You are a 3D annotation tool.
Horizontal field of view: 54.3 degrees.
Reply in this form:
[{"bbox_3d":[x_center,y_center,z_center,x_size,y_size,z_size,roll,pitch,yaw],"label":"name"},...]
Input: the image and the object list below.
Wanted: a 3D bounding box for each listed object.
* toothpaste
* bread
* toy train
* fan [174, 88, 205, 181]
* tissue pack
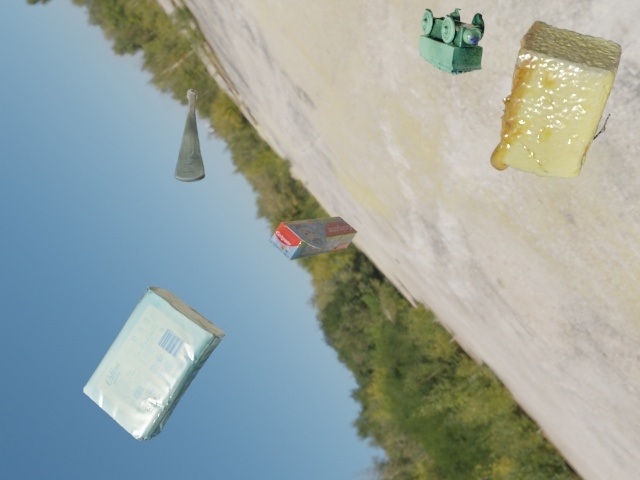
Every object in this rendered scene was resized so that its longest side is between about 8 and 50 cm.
[{"bbox_3d":[0.000,0.000,1.057,0.070,0.044,0.193,42,-156,20],"label":"toothpaste"},{"bbox_3d":[0.196,-0.111,0.517,0.084,0.080,0.109,18,127,18],"label":"bread"},{"bbox_3d":[0.215,-0.331,1.038,0.172,0.070,0.099,-119,27,-61],"label":"toy train"},{"bbox_3d":[-0.252,-0.213,1.237,0.023,0.057,0.282,92,174,-48],"label":"fan"},{"bbox_3d":[-0.338,0.247,1.270,0.177,0.263,0.089,34,-174,15],"label":"tissue pack"}]
